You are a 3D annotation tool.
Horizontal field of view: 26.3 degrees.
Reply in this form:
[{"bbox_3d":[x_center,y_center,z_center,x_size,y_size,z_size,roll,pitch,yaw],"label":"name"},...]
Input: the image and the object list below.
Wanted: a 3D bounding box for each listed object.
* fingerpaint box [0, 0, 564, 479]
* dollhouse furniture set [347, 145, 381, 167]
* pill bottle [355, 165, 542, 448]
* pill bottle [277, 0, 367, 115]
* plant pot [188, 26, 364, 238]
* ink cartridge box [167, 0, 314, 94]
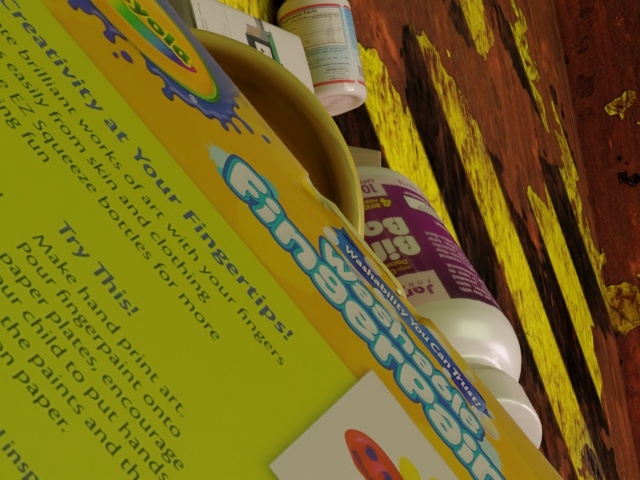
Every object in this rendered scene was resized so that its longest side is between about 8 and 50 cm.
[{"bbox_3d":[-0.082,0.092,0.539,0.444,0.163,0.371,50,23,-2],"label":"fingerpaint box"},{"bbox_3d":[0.000,0.000,1.343,0.151,0.144,0.123,107,-11,-51],"label":"dollhouse furniture set"},{"bbox_3d":[0.070,0.081,1.184,0.169,0.169,0.301,54,4,-43],"label":"pill bottle"},{"bbox_3d":[-0.002,-0.228,1.565,0.087,0.087,0.160,20,58,-65],"label":"pill bottle"},{"bbox_3d":[-0.104,0.019,0.925,0.239,0.254,0.254,100,-17,-72],"label":"plant pot"},{"bbox_3d":[-0.117,-0.120,1.108,0.219,0.160,0.092,4,72,-69],"label":"ink cartridge box"}]
